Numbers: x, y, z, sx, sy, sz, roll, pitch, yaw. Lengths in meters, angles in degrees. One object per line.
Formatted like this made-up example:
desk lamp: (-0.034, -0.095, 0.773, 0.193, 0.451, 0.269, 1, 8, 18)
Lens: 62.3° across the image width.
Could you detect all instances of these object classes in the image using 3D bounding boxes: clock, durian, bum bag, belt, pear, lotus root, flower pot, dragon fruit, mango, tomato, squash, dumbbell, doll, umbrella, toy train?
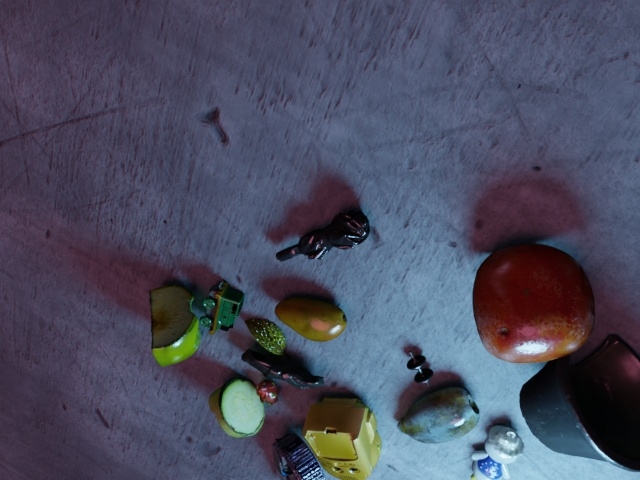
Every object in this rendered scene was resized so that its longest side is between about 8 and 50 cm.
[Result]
clock: (0.088, 0.723, 1.892, 0.244, 0.200, 0.317, -2, 122, 24)
durian: (-0.181, 0.348, 1.879, 0.215, 0.086, 0.100, 41, 155, 1)
bum bag: (-0.135, 0.467, 1.878, 0.326, 0.080, 0.142, 18, 164, 15)
belt: (-0.079, 0.876, 2.000, 0.260, 0.122, 0.325, 43, 148, 34)
pear: (-0.507, 0.325, 1.886, 0.159, 0.292, 0.293, -8, 115, -12)
lotus root: (0.372, 0.593, 1.745, 0.322, 0.140, 0.158, -36, 99, 33)
flower pot: (0.723, 0.462, 1.458, 0.379, 0.379, 0.251, 41, 139, -2)
dragon fruit: (-0.193, 0.571, 1.974, 0.081, 0.086, 0.116, -30, 115, -10)
mango: (-0.035, 0.260, 1.745, 0.253, 0.113, 0.139, 10, 117, 17)
tomato: (0.535, 0.149, 1.371, 0.338, 0.143, 0.339, -10, 70, 28)
squash: (-0.320, 0.634, 1.969, 0.133, 0.220, 0.220, -35, 99, 26)
dumbbell: (0.323, 0.418, 1.717, 0.069, 0.069, 0.147, -23, 106, 27)
doll: (0.579, 0.718, 1.751, 0.138, 0.119, 0.293, 29, 127, 24)
umbrella: (0.000, 0.000, 1.618, 0.339, 0.118, 0.118, -19, 107, 30)
toy train: (-0.344, 0.242, 1.865, 0.136, 0.091, 0.228, 15, 119, 1)
